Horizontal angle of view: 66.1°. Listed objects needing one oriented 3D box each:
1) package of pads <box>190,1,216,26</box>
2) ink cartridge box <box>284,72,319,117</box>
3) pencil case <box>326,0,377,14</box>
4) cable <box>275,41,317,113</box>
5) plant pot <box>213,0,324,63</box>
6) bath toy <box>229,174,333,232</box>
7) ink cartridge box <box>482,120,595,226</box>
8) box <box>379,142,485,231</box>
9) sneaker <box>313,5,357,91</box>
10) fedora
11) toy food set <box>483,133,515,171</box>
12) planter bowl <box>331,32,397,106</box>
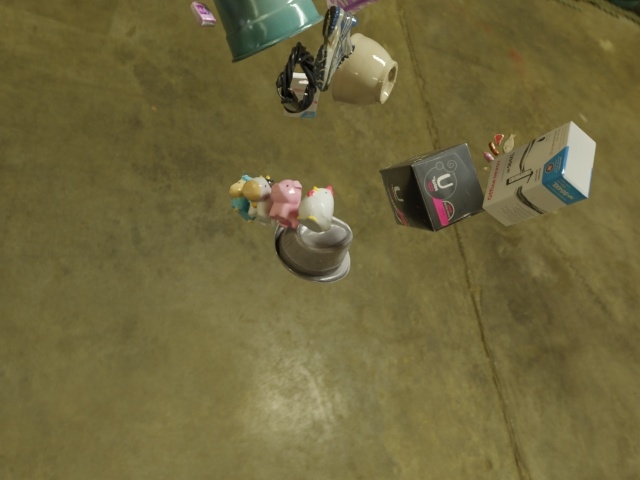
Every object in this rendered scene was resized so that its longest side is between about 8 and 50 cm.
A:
[{"bbox_3d":[-0.361,-0.693,1.511,0.050,0.032,0.083,-13,65,-41],"label":"package of pads"},{"bbox_3d":[-0.060,-0.483,1.598,0.104,0.181,0.062,1,64,-9],"label":"ink cartridge box"},{"bbox_3d":[0.098,-0.513,0.995,0.086,0.206,0.088,11,86,-37],"label":"pencil case"},{"bbox_3d":[-0.054,-0.383,1.176,0.047,0.184,0.151,14,93,18],"label":"cable"},{"bbox_3d":[-0.208,-0.804,1.581,0.341,0.341,0.334,-46,121,-38],"label":"plant pot"},{"bbox_3d":[-0.102,-0.114,1.380,0.151,0.348,0.129,49,61,-45],"label":"bath toy"},{"bbox_3d":[0.456,-0.134,1.040,0.086,0.203,0.148,32,61,-19],"label":"ink cartridge box"},{"bbox_3d":[0.266,-0.128,1.213,0.143,0.270,0.165,-22,97,-6],"label":"box"},{"bbox_3d":[0.029,-0.315,0.824,0.058,0.135,0.052,4,29,-23],"label":"sneaker"},{"bbox_3d":[0.000,0.000,1.470,0.275,0.124,0.244,3,59,-31],"label":"fedora"},{"bbox_3d":[0.518,-0.259,1.436,0.078,0.019,0.122,14,86,14],"label":"toy food set"},{"bbox_3d":[0.110,-0.376,1.129,0.109,0.162,0.162,25,51,15],"label":"planter bowl"}]
